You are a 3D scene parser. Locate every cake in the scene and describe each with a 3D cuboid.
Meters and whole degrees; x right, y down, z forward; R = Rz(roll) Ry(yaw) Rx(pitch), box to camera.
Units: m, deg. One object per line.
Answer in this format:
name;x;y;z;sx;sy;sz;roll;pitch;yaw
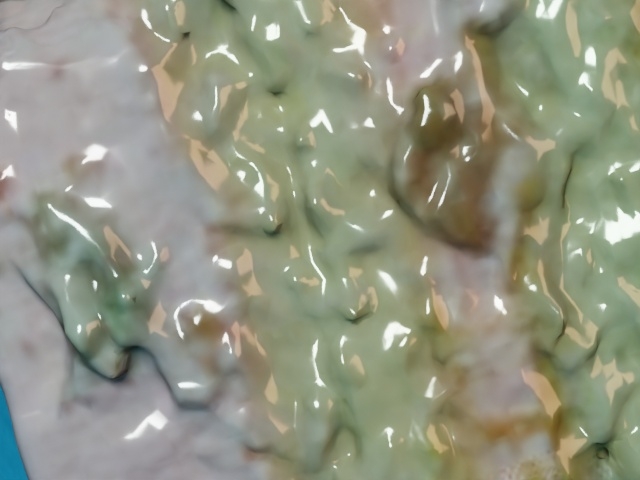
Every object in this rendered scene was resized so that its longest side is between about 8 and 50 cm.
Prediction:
cake;0.000;0.000;0.532;0.293;0.307;0.314;-154;-132;-84
